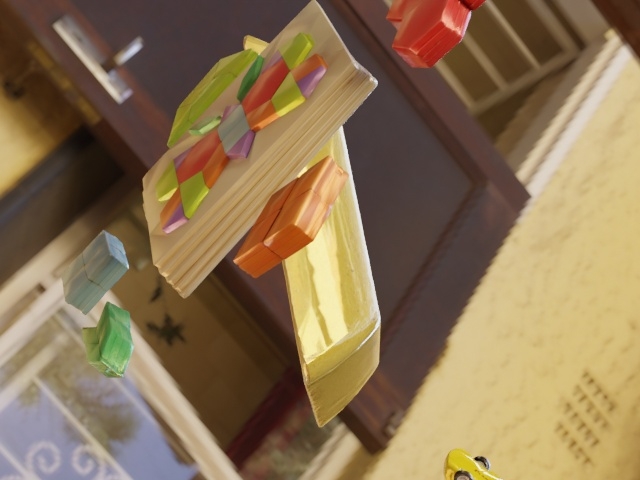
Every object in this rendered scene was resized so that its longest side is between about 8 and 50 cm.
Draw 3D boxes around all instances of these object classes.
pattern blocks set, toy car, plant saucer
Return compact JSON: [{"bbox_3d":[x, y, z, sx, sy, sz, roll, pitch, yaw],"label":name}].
[{"bbox_3d":[-0.044,-0.062,0.803,0.325,0.026,0.285,-52,-155,-2],"label":"pattern blocks set"},{"bbox_3d":[0.247,0.323,1.384,0.053,0.225,0.239,-58,-139,21],"label":"toy car"},{"bbox_3d":[0.000,0.000,1.319,0.081,0.333,0.333,-10,165,-1],"label":"plant saucer"}]
